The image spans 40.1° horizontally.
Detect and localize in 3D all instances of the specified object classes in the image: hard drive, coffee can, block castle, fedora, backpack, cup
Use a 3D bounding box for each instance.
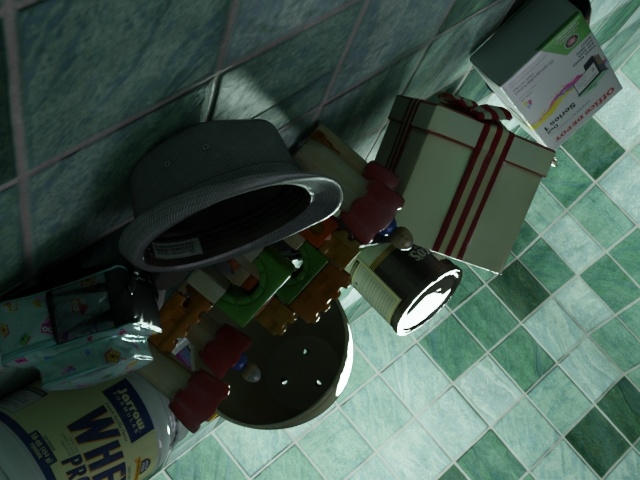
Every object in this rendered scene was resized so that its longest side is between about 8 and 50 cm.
[{"bbox_3d":[0.000,0.000,1.677,0.237,0.064,0.339,-12,179,20],"label":"hard drive"},{"bbox_3d":[0.153,0.048,1.982,0.201,0.275,0.201,-36,154,-20],"label":"coffee can"},{"bbox_3d":[-0.064,0.057,1.325,0.453,0.213,0.303,-48,-175,11],"label":"block castle"},{"bbox_3d":[-0.121,-0.065,1.065,0.276,0.124,0.244,-23,163,8],"label":"fedora"},{"bbox_3d":[-0.306,0.112,1.095,0.189,0.144,0.166,-9,173,4],"label":"backpack"},{"bbox_3d":[-0.070,0.248,1.816,0.331,0.331,0.237,-41,150,-2],"label":"cup"}]

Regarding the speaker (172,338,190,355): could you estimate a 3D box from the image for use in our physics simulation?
[{"bbox_3d":[-0.289,0.194,1.740,0.136,0.055,0.055,-40,169,-6],"label":"speaker"}]

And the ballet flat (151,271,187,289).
[{"bbox_3d":[-0.188,-0.028,1.257,0.084,0.058,0.250,-5,140,-46],"label":"ballet flat"}]

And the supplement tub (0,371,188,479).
[{"bbox_3d":[-0.395,0.322,1.422,0.325,0.235,0.235,-30,164,-45],"label":"supplement tub"}]

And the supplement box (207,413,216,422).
[{"bbox_3d":[-0.233,0.355,2.343,0.191,0.129,0.194,-46,167,23],"label":"supplement box"}]

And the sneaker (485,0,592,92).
[{"bbox_3d":[0.476,-0.406,1.887,0.270,0.090,0.145,-46,165,12],"label":"sneaker"}]

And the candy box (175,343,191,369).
[{"bbox_3d":[-0.205,0.254,1.978,0.233,0.159,0.071,-36,170,-19],"label":"candy box"}]

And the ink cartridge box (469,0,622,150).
[{"bbox_3d":[0.454,-0.331,1.742,0.201,0.117,0.278,-43,139,10],"label":"ink cartridge box"}]

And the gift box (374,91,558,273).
[{"bbox_3d":[0.240,-0.113,1.512,0.258,0.276,0.255,-70,-159,9],"label":"gift box"}]
